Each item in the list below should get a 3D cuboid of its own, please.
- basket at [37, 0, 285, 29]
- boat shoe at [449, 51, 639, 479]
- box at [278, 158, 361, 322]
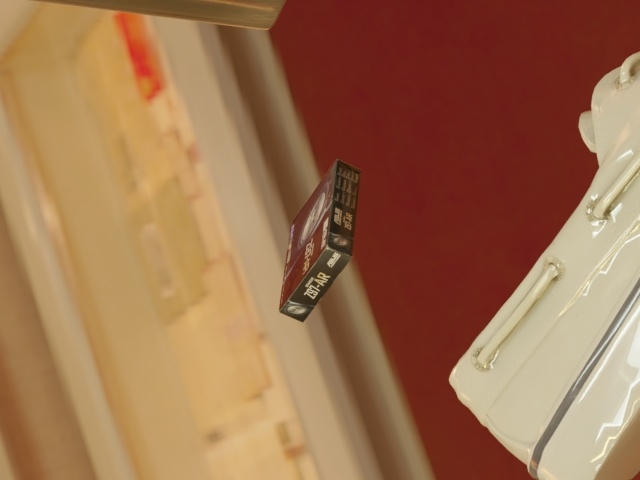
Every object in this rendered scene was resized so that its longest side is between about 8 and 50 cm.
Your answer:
[{"bbox_3d":[-0.125,-0.241,1.375,0.154,0.227,0.204,-102,28,-69],"label":"basket"},{"bbox_3d":[0.137,-0.030,0.716,0.088,0.096,0.267,38,114,23],"label":"boat shoe"},{"bbox_3d":[0.000,0.000,1.226,0.067,0.018,0.083,-54,19,40],"label":"box"}]
